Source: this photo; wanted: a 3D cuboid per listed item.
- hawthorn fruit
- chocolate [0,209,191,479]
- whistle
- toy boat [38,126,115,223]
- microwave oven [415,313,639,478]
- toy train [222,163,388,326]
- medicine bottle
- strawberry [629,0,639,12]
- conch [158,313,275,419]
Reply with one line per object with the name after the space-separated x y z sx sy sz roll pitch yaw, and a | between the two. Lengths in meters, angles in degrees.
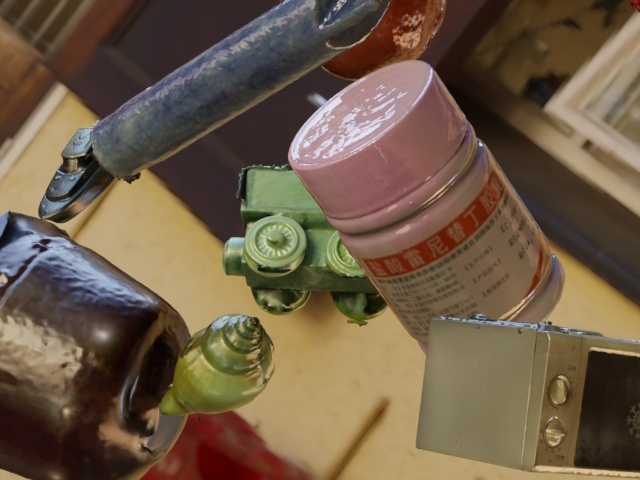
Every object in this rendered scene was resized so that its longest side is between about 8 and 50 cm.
0.081 -0.310 1.748 0.207 0.207 0.243 39 31 28 | hawthorn fruit
-0.354 0.189 1.984 0.331 0.383 0.384 20 -7 32 | chocolate
-0.064 -0.131 1.096 0.062 0.304 0.062 30 46 -38 | whistle
-0.242 -0.067 1.420 0.055 0.141 0.060 4 -44 36 | toy boat
0.237 0.154 1.379 0.240 0.145 0.194 10 -2 -37 | microwave oven
0.000 0.000 1.962 0.272 0.188 0.159 2 -32 6 | toy train
0.126 -0.028 1.624 0.316 0.202 0.202 53 -3 -23 | medicine bottle
0.308 -0.235 1.207 0.083 0.096 0.083 27 -4 2 | strawberry
-0.090 0.115 1.284 0.079 0.095 0.201 55 -24 -2 | conch
